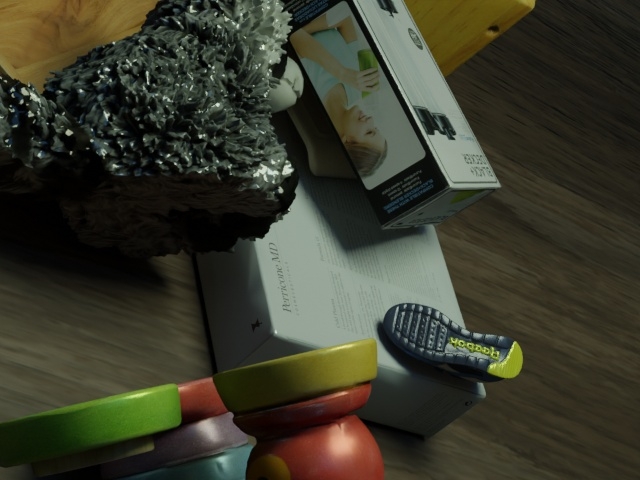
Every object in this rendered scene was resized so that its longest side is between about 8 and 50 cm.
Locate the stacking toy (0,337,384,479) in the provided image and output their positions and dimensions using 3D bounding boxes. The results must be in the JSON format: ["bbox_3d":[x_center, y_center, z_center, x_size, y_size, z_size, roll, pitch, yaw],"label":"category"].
[{"bbox_3d":[-0.120,0.174,1.111,0.279,0.309,0.130,-10,84,-35],"label":"stacking toy"}]

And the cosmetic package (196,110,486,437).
[{"bbox_3d":[0.000,0.000,1.582,0.284,0.097,0.377,22,40,-38],"label":"cosmetic package"}]

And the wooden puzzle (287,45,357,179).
[{"bbox_3d":[0.012,-0.168,1.658,0.221,0.044,0.239,1,59,-50],"label":"wooden puzzle"}]

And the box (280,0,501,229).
[{"bbox_3d":[0.063,-0.158,1.557,0.290,0.087,0.169,64,22,10],"label":"box"}]

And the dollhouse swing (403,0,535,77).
[{"bbox_3d":[0.060,-0.415,1.855,0.347,0.315,0.305,20,48,-37],"label":"dollhouse swing"}]

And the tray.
[{"bbox_3d":[-0.249,-0.236,1.556,0.203,0.076,0.411,50,31,3],"label":"tray"}]

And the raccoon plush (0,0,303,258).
[{"bbox_3d":[-0.166,-0.177,1.337,0.446,0.216,0.299,31,51,-55],"label":"raccoon plush"}]

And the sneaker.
[{"bbox_3d":[0.124,0.106,1.489,0.144,0.059,0.053,23,70,-11],"label":"sneaker"}]
